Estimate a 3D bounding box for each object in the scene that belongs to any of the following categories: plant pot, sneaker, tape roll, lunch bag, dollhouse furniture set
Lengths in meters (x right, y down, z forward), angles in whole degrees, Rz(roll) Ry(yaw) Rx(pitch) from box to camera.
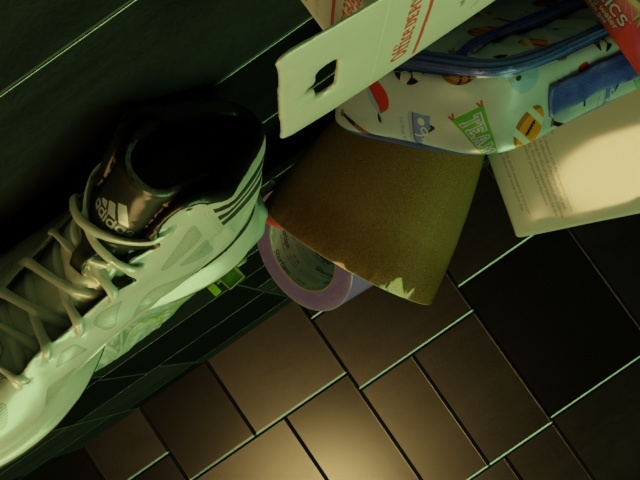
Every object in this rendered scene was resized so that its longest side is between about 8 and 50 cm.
[{"bbox_3d":[0.096,-0.091,1.396,0.254,0.237,0.237,-59,169,8],"label":"plant pot"},{"bbox_3d":[-0.224,0.017,0.987,0.447,0.169,0.257,-40,167,-24],"label":"sneaker"},{"bbox_3d":[0.000,0.000,1.650,0.080,0.189,0.189,-29,171,-38],"label":"tape roll"},{"bbox_3d":[0.175,-0.177,1.126,0.243,0.114,0.303,13,-150,40],"label":"lunch bag"},{"bbox_3d":[-0.161,0.037,1.848,0.076,0.058,0.152,-42,-167,-1],"label":"dollhouse furniture set"}]

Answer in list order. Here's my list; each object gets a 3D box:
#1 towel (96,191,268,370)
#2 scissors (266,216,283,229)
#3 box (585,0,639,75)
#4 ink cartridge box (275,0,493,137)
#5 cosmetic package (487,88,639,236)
[{"bbox_3d":[-0.260,0.081,1.391,0.320,0.090,0.374,-30,172,-39],"label":"towel"},{"bbox_3d":[0.011,0.003,1.494,0.021,0.297,0.109,-66,-165,0],"label":"scissors"},{"bbox_3d":[0.307,-0.259,1.028,0.128,0.257,0.122,-31,174,-25],"label":"box"},{"bbox_3d":[0.086,-0.228,0.767,0.353,0.119,0.207,-35,174,-7],"label":"ink cartridge box"},{"bbox_3d":[0.391,-0.144,1.404,0.366,0.197,0.155,-11,-164,35],"label":"cosmetic package"}]
